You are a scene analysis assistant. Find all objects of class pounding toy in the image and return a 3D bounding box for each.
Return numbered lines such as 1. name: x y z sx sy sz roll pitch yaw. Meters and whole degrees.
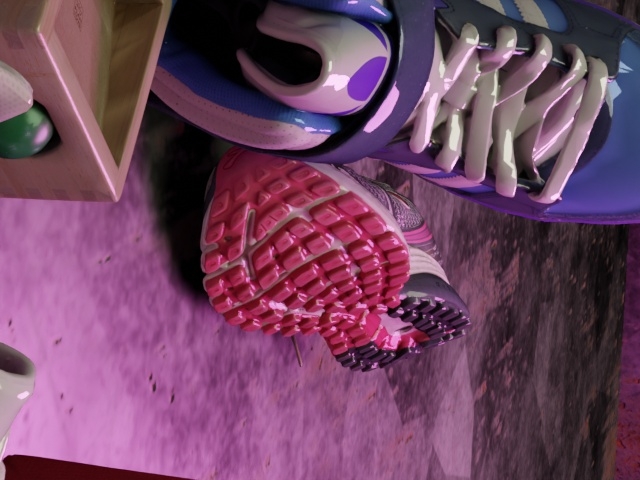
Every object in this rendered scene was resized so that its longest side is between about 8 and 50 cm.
1. pounding toy: -0.133 -0.084 0.577 0.130 0.100 0.141 75 22 -56

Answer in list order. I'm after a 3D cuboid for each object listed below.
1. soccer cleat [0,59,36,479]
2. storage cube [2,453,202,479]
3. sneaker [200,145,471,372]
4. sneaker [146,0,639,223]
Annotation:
1. soccer cleat: -0.160 0.088 0.445 0.116 0.143 0.331 -1 96 -70
2. storage cube: -0.074 0.229 0.644 0.215 0.193 0.183 -62 150 -48
3. sneaker: 0.000 0.000 0.941 0.299 0.121 0.112 42 27 -65
4. sneaker: 0.053 -0.071 0.741 0.236 0.323 0.130 -55 168 -70
